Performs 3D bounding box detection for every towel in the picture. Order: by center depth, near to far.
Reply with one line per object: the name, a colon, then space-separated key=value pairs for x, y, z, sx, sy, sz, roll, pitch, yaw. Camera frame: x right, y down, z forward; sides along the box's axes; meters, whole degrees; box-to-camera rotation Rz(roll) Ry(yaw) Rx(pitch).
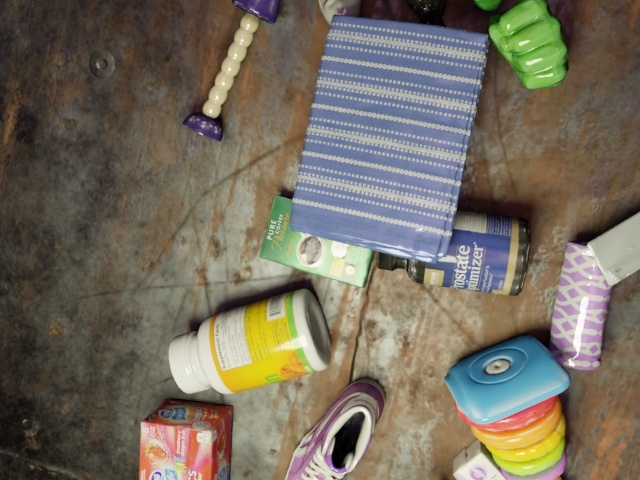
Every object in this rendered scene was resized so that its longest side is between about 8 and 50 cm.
towel: x=0.098 y=-0.151 z=0.994 sx=0.243 sy=0.040 sz=0.335 roll=12 pitch=91 yaw=14

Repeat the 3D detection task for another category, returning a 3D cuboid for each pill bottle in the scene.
pill bottle: x=0.203 y=0.013 z=1.049 sx=0.219 sy=0.123 sz=0.122 roll=7 pitch=98 yaw=10
pill bottle: x=-0.118 y=0.176 z=1.122 sx=0.246 sy=0.136 sz=0.136 roll=-17 pitch=94 yaw=12

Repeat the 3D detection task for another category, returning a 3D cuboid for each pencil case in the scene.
pencil case: x=0.409 y=0.100 z=1.043 sx=0.088 sy=0.086 sz=0.206 roll=2 pitch=101 yaw=-24

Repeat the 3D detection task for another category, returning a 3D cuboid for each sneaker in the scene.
sneaker: x=0.006 y=0.365 z=1.112 sx=0.102 sy=0.161 sz=0.282 roll=27 pitch=102 yaw=5

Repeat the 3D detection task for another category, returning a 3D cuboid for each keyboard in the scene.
keyboard: x=0.514 y=-0.026 z=1.000 sx=0.256 sy=0.014 sz=0.072 roll=-29 pitch=85 yaw=-8

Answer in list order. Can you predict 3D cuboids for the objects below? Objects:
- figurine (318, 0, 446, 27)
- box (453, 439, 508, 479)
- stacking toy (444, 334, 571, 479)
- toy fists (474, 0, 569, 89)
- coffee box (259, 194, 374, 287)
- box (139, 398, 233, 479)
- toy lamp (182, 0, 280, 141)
figurine: x=0.103 y=-0.312 z=1.054 sx=0.215 sy=0.092 sz=0.209 roll=-8 pitch=88 yaw=12
box: x=0.349 y=0.471 z=1.109 sx=0.063 sy=0.067 sz=0.324 roll=-43 pitch=89 yaw=13
stacking toy: x=0.326 y=0.318 z=1.065 sx=0.166 sy=0.175 sz=0.301 roll=-25 pitch=107 yaw=2
toy fists: x=0.273 y=-0.345 z=0.981 sx=0.096 sy=0.142 sz=0.279 roll=-26 pitch=91 yaw=13
coffee box: x=0.000 y=0.000 z=1.127 sx=0.184 sy=0.040 sz=0.113 roll=15 pitch=99 yaw=8
box: x=-0.233 y=0.421 z=1.181 sx=0.128 sy=0.122 sz=0.256 roll=4 pitch=98 yaw=10
toy lamp: x=-0.139 y=-0.300 z=1.096 sx=0.080 sy=0.080 sz=0.274 roll=27 pitch=100 yaw=6
